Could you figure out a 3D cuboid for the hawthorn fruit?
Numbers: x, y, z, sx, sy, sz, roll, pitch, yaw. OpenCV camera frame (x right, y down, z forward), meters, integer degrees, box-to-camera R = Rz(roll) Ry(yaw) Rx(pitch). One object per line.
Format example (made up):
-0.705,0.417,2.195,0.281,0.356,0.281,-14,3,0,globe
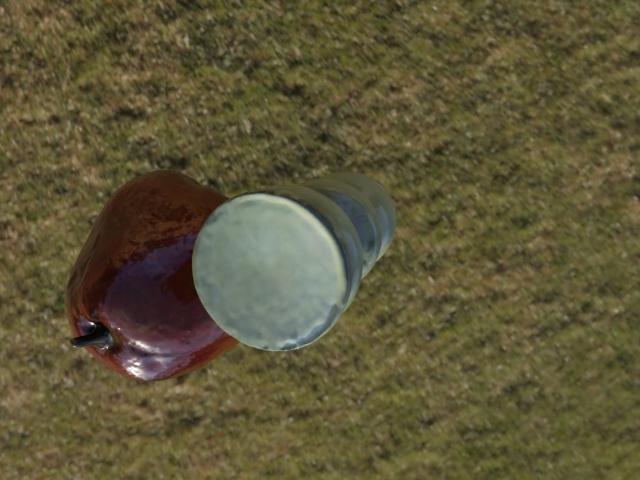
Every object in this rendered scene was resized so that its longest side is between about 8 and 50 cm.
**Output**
-0.179,0.051,1.128,0.261,0.224,0.224,-45,142,-36,hawthorn fruit

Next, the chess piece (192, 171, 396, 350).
0.000,0.000,0.971,0.144,0.144,0.251,-58,169,22,chess piece
